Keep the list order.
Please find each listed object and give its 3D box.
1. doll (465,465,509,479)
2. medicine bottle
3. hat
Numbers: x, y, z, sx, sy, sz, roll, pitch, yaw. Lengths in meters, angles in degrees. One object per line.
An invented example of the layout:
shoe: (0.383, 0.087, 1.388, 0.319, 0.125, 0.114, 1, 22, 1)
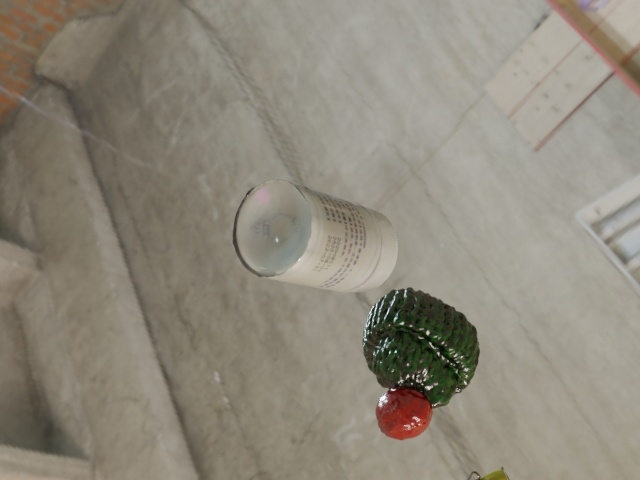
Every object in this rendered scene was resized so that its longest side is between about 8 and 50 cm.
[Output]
doll: (0.237, 0.486, 1.648, 0.135, 0.221, 0.143, 80, 176, -69)
medicine bottle: (0.000, 0.000, 1.834, 0.332, 0.190, 0.190, 15, -143, -54)
hat: (0.209, 0.288, 2.056, 0.274, 0.242, 0.332, 22, -134, 2)
